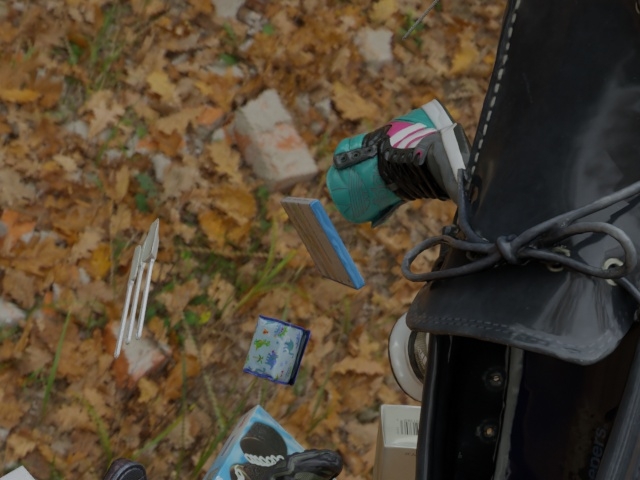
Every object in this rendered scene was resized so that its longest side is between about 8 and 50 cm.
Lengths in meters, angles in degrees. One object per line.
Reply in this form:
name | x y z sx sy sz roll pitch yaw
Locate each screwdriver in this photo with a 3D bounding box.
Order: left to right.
screwdriver | 0.167 -0.342 1.278 0.025 0.170 0.024 54 22 17

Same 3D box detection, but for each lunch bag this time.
lunch bag | -0.082 0.235 1.955 0.096 0.151 0.129 15 82 23

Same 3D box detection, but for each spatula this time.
spatula | -0.348 0.091 1.765 0.019 0.168 0.242 19 60 -24

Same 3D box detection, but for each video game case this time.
video game case | 0.000 0.000 1.171 0.015 0.166 0.119 -32 101 -11

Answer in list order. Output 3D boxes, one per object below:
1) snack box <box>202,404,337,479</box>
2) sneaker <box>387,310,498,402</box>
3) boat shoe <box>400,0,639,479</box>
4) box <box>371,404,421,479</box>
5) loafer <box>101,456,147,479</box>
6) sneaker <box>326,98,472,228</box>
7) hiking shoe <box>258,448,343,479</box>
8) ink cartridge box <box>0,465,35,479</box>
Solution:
snack box | -0.037 0.441 1.504 0.322 0.060 0.187 45 35 -9
sneaker | 0.329 0.096 1.174 0.447 0.257 0.169 -16 86 -31
boat shoe | 0.149 0.029 0.583 0.156 0.187 0.500 2 94 -40
box | 0.171 0.471 1.767 0.148 0.311 0.121 2 29 -1
loafer | -0.379 0.502 1.583 0.095 0.302 0.109 21 11 36
sneaker | 0.098 -0.078 1.133 0.124 0.178 0.295 60 7 -18
hiking shoe | -0.054 0.381 1.288 0.227 0.086 0.114 -33 52 -2
ink cartridge box | -0.430 0.409 1.160 0.219 0.160 0.092 -28 44 -30
